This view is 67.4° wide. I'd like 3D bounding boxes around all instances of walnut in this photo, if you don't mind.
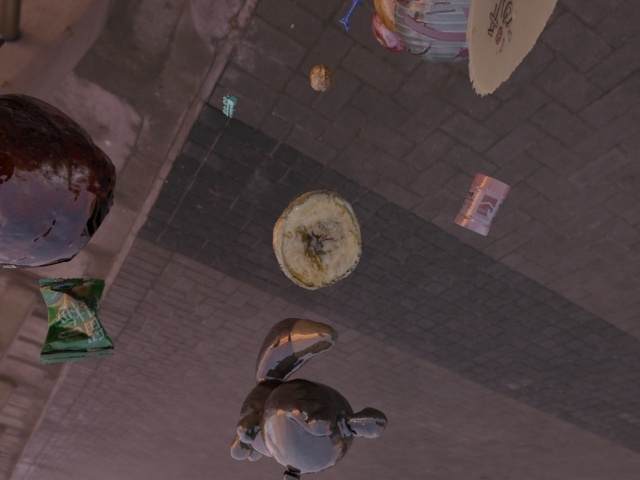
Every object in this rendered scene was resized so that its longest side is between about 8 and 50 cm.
[{"bbox_3d":[0.003,-0.595,1.752,0.079,0.082,0.096,1,101,-14],"label":"walnut"}]

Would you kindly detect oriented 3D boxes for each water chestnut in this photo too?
[{"bbox_3d":[-0.446,-0.074,0.722,0.289,0.289,0.244,-23,124,36],"label":"water chestnut"}]

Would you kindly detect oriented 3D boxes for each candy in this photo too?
[{"bbox_3d":[-0.551,0.178,1.087,0.141,0.203,0.078,-9,151,-15],"label":"candy"}]

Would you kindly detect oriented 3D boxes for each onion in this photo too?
[{"bbox_3d":[0.234,-0.715,1.571,0.160,0.195,0.159,-24,149,-16],"label":"onion"}]

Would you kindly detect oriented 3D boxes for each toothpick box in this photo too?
[{"bbox_3d":[0.444,-0.098,1.321,0.098,0.098,0.148,21,100,-14],"label":"toothpick box"}]

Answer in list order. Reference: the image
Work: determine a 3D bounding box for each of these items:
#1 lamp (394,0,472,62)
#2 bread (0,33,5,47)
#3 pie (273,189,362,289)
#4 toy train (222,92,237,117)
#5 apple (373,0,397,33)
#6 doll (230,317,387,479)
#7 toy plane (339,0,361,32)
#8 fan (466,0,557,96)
[{"bbox_3d":[0.273,-0.494,1.003,0.265,0.233,0.233,-16,143,-10],"label":"lamp"},{"bbox_3d":[-0.474,-0.049,0.432,0.242,0.345,0.405,19,129,-18],"label":"bread"},{"bbox_3d":[0.000,0.000,1.298,0.274,0.274,0.055,31,174,-26],"label":"pie"},{"bbox_3d":[-0.292,-0.435,1.549,0.045,0.029,0.092,37,152,6],"label":"toy train"},{"bbox_3d":[0.255,-0.692,1.351,0.211,0.211,0.188,-8,147,21],"label":"apple"},{"bbox_3d":[-0.055,0.351,1.118,0.382,0.378,0.252,-21,155,40],"label":"doll"},{"bbox_3d":[0.092,-0.586,1.159,0.062,0.167,0.054,27,177,19],"label":"toy plane"},{"bbox_3d":[0.173,-0.308,0.340,0.012,0.233,0.414,5,126,-3],"label":"fan"}]
